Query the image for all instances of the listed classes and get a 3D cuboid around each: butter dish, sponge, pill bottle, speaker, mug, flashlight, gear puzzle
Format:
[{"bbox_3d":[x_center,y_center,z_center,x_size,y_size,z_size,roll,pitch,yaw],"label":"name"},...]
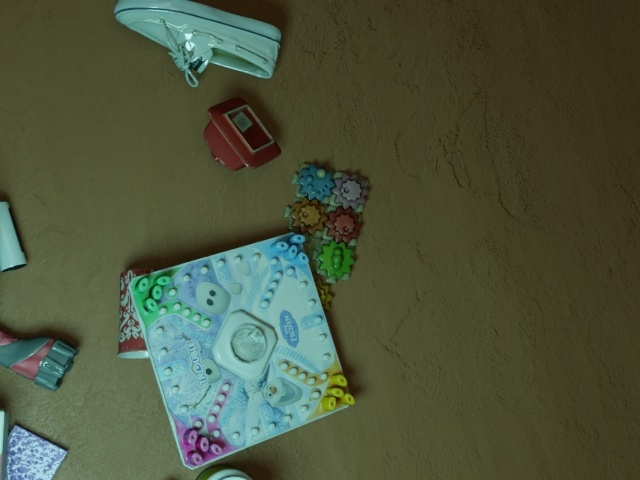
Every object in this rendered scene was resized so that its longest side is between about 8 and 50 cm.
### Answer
[{"bbox_3d":[-0.188,-0.209,1.968,0.160,0.118,0.160,54,31,-2],"label":"butter dish"},{"bbox_3d":[-0.598,0.476,1.784,0.117,0.031,0.210,31,75,-7],"label":"sponge"},{"bbox_3d":[-0.183,0.503,1.789,0.119,0.208,0.119,2,79,-13],"label":"pill bottle"},{"bbox_3d":[-0.636,-0.006,1.848,0.055,0.055,0.136,-17,84,-16],"label":"speaker"},{"bbox_3d":[-0.344,0.150,1.874,0.150,0.113,0.169,4,74,-35],"label":"mug"},{"bbox_3d":[-0.630,0.186,1.796,0.304,0.103,0.103,29,30,-4],"label":"flashlight"},{"bbox_3d":[0.000,0.000,2.008,0.175,0.044,0.339,14,77,-11],"label":"gear puzzle"}]

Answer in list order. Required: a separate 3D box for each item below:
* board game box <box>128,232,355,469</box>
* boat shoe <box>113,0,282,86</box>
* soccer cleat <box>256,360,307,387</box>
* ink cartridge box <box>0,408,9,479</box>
[{"bbox_3d":[-0.147,0.210,1.857,0.389,0.050,0.390,-16,88,-28],"label":"board game box"},{"bbox_3d":[-0.268,-0.414,1.981,0.367,0.136,0.157,10,81,-22],"label":"boat shoe"},{"bbox_3d":[-0.110,0.280,1.930,0.178,0.060,0.072,-22,76,-23],"label":"soccer cleat"},{"bbox_3d":[-0.686,0.385,1.663,0.217,0.092,0.159,2,80,-13],"label":"ink cartridge box"}]
